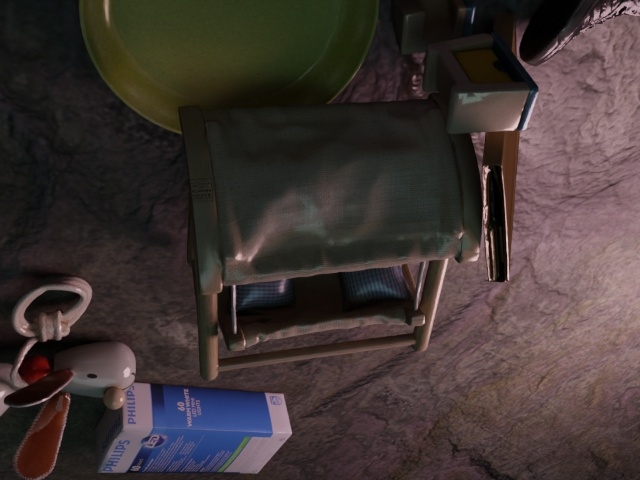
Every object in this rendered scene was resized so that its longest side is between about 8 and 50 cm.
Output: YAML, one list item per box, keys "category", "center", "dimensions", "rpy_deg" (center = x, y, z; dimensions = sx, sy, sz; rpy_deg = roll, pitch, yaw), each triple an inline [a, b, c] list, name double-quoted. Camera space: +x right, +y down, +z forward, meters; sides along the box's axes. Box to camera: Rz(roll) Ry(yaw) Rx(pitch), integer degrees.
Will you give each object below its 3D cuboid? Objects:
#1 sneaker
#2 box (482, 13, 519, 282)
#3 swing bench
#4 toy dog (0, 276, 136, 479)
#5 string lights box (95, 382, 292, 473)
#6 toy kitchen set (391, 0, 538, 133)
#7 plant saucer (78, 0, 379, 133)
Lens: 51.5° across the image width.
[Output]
- category: "sneaker"
  center: [0.269, -0.224, 0.614]
  dimensions: [0.089, 0.051, 0.170]
  rpy_deg: [16, 126, -26]
- category: "box"
  center: [0.172, -0.087, 0.628]
  dimensions: [0.021, 0.201, 0.164]
  rpy_deg: [2, 143, 20]
- category: "swing bench"
  center: [0.000, 0.000, 0.650]
  dimensions: [0.254, 0.165, 0.254]
  rpy_deg: [-6, 147, -14]
- category: "toy dog"
  center: [-0.369, 0.201, 0.735]
  dimensions: [0.334, 0.161, 0.220]
  rpy_deg: [-22, 143, -16]
- category: "string lights box"
  center: [-0.191, 0.289, 1.002]
  dimensions: [0.260, 0.076, 0.133]
  rpy_deg: [12, 130, -29]
- category: "toy kitchen set"
  center: [0.139, -0.213, 0.495]
  dimensions: [0.122, 0.166, 0.207]
  rpy_deg: [-10, 139, -8]
- category: "plant saucer"
  center: [-0.072, -0.189, 0.549]
  dimensions: [0.241, 0.037, 0.240]
  rpy_deg: [-9, 139, -8]
